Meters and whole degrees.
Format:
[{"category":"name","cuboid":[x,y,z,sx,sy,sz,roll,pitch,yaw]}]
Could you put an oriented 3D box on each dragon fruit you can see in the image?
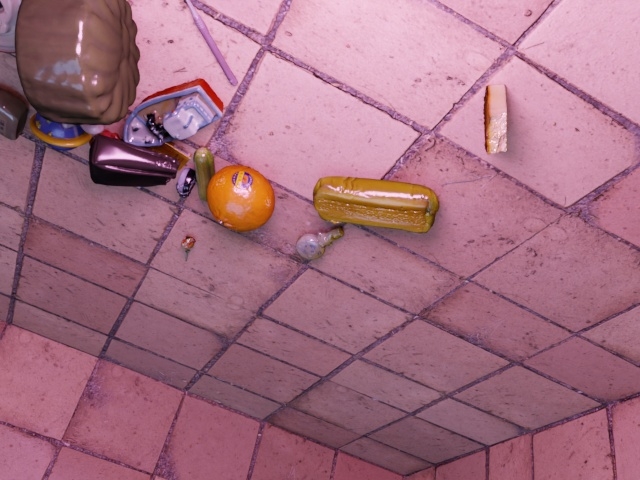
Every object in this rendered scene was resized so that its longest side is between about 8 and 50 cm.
[{"category":"dragon fruit","cuboid":[-0.683,-0.294,1.970,0.126,0.068,0.112,-9,137,25]}]

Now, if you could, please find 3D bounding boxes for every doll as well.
[{"category":"doll","cuboid":[-0.724,-0.360,1.818,0.311,0.159,0.243,33,120,21]}]

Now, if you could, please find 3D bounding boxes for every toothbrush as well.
[{"category":"toothbrush","cuboid":[-0.301,-0.533,1.570,0.024,0.029,0.354,6,145,32]}]

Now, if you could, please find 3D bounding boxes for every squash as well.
[{"category":"squash","cuboid":[-0.367,-0.210,1.975,0.066,0.066,0.229,12,144,2]}]

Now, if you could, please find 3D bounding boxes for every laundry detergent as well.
[{"category":"laundry detergent","cuboid":[-1.044,-0.418,1.908,0.253,0.091,0.181,26,147,-16]}]

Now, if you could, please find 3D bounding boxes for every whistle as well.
[{"category":"whistle","cuboid":[0.000,0.000,2.145,0.198,0.057,0.104,-30,120,33]}]

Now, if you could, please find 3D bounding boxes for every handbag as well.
[{"category":"handbag","cuboid":[-0.564,-0.226,1.865,0.257,0.114,0.285,10,170,-20]}]

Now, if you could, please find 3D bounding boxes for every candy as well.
[{"category":"candy","cuboid":[-0.508,0.039,2.362,0.055,0.049,0.185,-23,160,-25]}]

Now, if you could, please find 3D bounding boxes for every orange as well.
[{"category":"orange","cuboid":[-0.250,-0.131,1.947,0.219,0.193,0.219,10,160,4]}]

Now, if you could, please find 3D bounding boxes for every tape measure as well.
[{"category":"tape measure","cuboid":[-0.432,-0.190,2.007,0.054,0.091,0.094,24,160,-2]}]

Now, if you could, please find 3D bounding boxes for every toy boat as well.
[{"category":"toy boat","cuboid":[-0.440,-0.341,1.777,0.331,0.133,0.145,-12,137,31]}]

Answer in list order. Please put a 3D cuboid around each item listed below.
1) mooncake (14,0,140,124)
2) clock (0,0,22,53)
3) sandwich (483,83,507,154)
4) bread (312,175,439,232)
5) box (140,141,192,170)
[{"category":"mooncake","cuboid":[-0.562,-0.453,1.493,0.194,0.356,0.356,7,142,3]},{"category":"clock","cuboid":[-0.826,-0.619,1.540,0.318,0.080,0.319,9,129,11]},{"category":"sandwich","cuboid":[0.440,-0.269,1.562,0.058,0.162,0.193,0,142,13]},{"category":"bread","cuboid":[0.167,-0.119,1.881,0.383,0.112,0.166,7,140,11]},{"category":"box","cuboid":[-0.491,-0.286,1.954,0.156,0.022,0.089,31,139,-21]}]
